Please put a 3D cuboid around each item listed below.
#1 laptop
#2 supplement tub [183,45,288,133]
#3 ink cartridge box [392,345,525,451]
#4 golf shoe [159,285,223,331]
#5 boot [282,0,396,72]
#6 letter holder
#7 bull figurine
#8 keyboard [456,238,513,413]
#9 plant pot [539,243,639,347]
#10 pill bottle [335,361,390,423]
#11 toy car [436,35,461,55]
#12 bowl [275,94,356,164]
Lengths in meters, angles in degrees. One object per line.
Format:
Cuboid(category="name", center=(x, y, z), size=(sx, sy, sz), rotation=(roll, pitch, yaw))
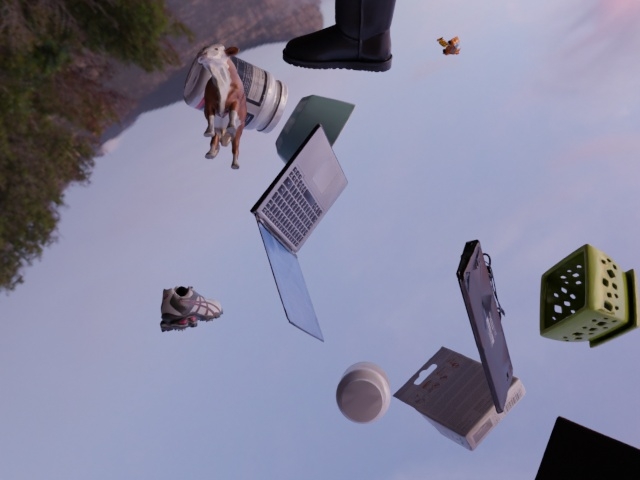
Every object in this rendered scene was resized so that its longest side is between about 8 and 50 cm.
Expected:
Cuboid(category="laptop", center=(0.000, 0.000, 1.573), size=(0.407, 0.236, 0.382), rotation=(-53, 161, -6))
Cuboid(category="supplement tub", center=(-0.256, -0.449, 1.904), size=(0.191, 0.272, 0.191), rotation=(-38, -137, 45))
Cuboid(category="ink cartridge box", center=(0.294, 0.333, 1.361), size=(0.181, 0.056, 0.225), rotation=(-38, -154, -23))
Cuboid(category="golf shoe", center=(-0.361, 0.181, 1.802), size=(0.105, 0.120, 0.273), rotation=(-8, 180, 16))
Cuboid(category="boot", center=(0.038, -0.463, 1.303), size=(0.247, 0.207, 0.094), rotation=(8, -141, 12))
Cuboid(category="letter holder", center=(0.567, 0.461, 1.170), size=(0.302, 0.214, 0.151), rotation=(19, -99, 25))
Cuboid(category="bull figurine", center=(-0.224, -0.302, 1.449), size=(0.101, 0.310, 0.188), rotation=(2, -111, 0))
Cuboid(category="keyboard", center=(0.176, 0.093, 0.704), size=(0.038, 0.192, 0.100), rotation=(-4, -151, 31))
Cuboid(category="plant pot", center=(0.796, 0.180, 1.853), size=(0.228, 0.207, 0.227), rotation=(126, -18, -55))
Cuboid(category="pill bottle", center=(0.110, 0.388, 1.604), size=(0.136, 0.136, 0.246), rotation=(-38, 173, 2))
Cuboid(category="toy car", center=(0.343, -0.515, 1.704), size=(0.122, 0.040, 0.060), rotation=(-27, 161, -48))
Cuboid(category="bowl", center=(-0.034, -0.340, 2.023), size=(0.311, 0.163, 0.311), rotation=(-59, -175, 9))
